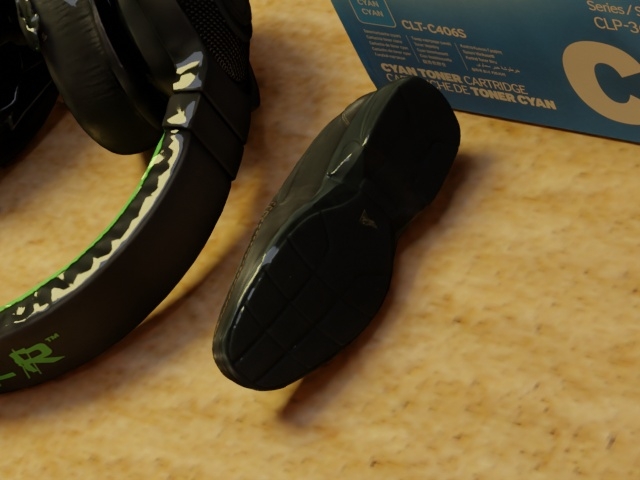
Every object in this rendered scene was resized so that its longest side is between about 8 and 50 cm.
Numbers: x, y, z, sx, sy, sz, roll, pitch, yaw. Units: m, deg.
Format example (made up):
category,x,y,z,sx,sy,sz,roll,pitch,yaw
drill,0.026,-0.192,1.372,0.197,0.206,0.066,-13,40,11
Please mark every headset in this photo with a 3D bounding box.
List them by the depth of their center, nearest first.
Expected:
category,x,y,z,sx,sy,sz,roll,pitch,yaw
headset,-0.156,-0.121,0.937,0.243,0.185,0.394,-5,58,24

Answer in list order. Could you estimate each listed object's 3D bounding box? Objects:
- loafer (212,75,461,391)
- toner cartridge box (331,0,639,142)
category,x,y,z,sx,sy,sz,roll,pitch,yaw
loafer,0.000,0.000,0.837,0.061,0.062,0.170,-10,36,52
toner cartridge box,0.150,-0.115,0.782,0.348,0.165,0.075,14,56,38
